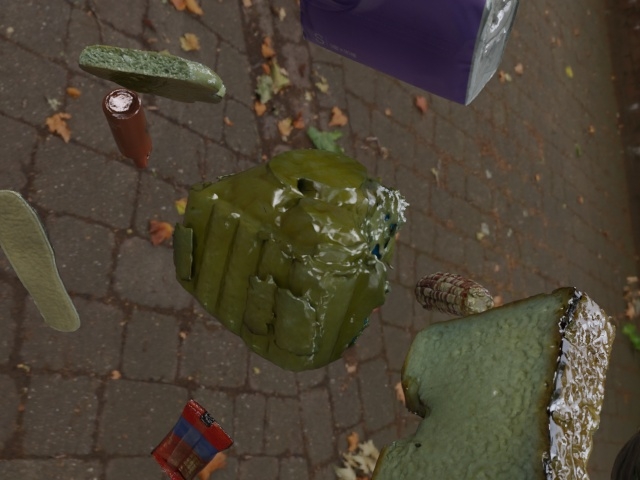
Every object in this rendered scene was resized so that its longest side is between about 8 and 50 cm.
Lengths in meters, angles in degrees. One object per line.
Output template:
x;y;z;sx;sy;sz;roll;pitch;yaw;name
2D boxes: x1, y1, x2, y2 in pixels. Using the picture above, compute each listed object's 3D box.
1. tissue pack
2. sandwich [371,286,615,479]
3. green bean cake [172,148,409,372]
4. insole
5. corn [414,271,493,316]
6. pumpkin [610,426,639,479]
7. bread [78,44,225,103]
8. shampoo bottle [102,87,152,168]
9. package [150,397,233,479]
0.140;-0.390;0.989;0.160;0.338;0.242;-50;157;-27;tissue pack
0.173;0.203;0.660;0.095;0.249;0.273;39;53;-25;sandwich
0.000;0.000;0.802;0.310;0.285;0.202;-17;127;-46;green bean cake
-0.404;0.037;0.876;0.011;0.081;0.248;-72;157;-54;insole
0.228;0.097;1.071;0.079;0.237;0.079;0;91;-8;corn
0.530;0.332;0.849;0.250;0.250;0.216;26;24;-46;pumpkin
-0.306;-0.315;1.188;0.207;0.286;0.056;7;96;-78;bread
-0.422;-0.238;1.384;0.244;0.085;0.085;102;-3;-67;shampoo bottle
-0.189;0.299;0.887;0.083;0.200;0.022;41;42;4;package
